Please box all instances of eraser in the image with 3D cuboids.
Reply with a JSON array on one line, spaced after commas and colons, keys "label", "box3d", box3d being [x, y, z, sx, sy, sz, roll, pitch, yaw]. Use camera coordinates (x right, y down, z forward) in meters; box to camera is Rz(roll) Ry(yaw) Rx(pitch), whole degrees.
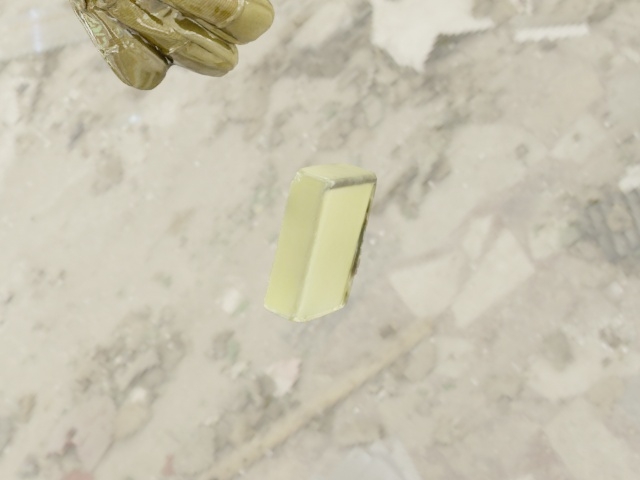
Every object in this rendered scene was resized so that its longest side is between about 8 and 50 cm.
[{"label": "eraser", "box3d": [0.000, 0.000, 1.485, 0.058, 0.117, 0.172, 23, 109, 29]}]

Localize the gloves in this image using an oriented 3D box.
[{"label": "gloves", "box3d": [-0.105, -0.242, 0.747, 0.154, 0.331, 0.141, 23, 28, 36]}]
